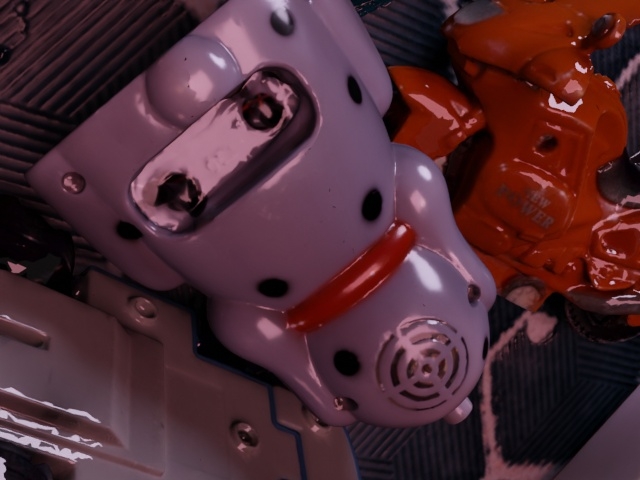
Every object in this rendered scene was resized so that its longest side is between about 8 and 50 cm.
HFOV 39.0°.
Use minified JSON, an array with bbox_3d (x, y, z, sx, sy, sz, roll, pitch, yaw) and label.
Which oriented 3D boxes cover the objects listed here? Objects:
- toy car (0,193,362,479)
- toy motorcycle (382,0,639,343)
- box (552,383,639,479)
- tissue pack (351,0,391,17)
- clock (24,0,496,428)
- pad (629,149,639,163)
[{"bbox_3d":[-0.117,0.119,0.479,0.314,0.198,0.166,27,121,-31],"label":"toy car"},{"bbox_3d":[0.176,-0.054,0.604,0.325,0.148,0.221,27,111,-25],"label":"toy motorcycle"},{"bbox_3d":[0.343,0.308,0.662,0.312,0.300,0.314,-43,115,-11],"label":"box"},{"bbox_3d":[0.032,-0.183,0.525,0.085,0.028,0.138,-28,153,-11],"label":"tissue pack"},{"bbox_3d":[-0.002,-0.003,0.482,0.189,0.189,0.254,-45,108,-11],"label":"clock"},{"bbox_3d":[0.360,-0.052,0.760,0.235,0.003,0.158,-30,112,-17],"label":"pad"}]
